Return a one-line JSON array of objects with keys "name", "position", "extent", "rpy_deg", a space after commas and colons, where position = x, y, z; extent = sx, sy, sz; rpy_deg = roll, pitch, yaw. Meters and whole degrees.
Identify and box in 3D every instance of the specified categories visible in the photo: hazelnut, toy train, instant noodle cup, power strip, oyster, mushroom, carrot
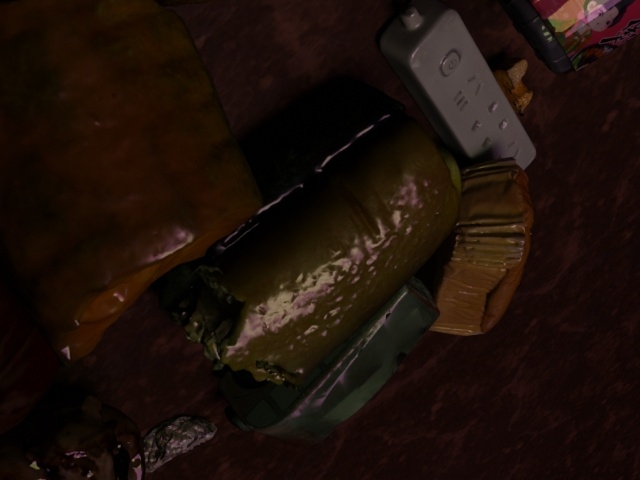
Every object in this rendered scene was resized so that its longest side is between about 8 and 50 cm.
[{"name": "hazelnut", "position": [-0.343, 0.091, 1.060], "extent": [0.229, 0.229, 0.229], "rpy_deg": [-26, 140, -24]}, {"name": "toy train", "position": [0.009, 0.142, 1.501], "extent": [0.326, 0.159, 0.129], "rpy_deg": [-47, 142, 5]}, {"name": "instant noodle cup", "position": [0.287, -0.304, 1.283], "extent": [0.181, 0.258, 0.302], "rpy_deg": [-36, 112, 12]}, {"name": "power strip", "position": [0.177, -0.178, 1.430], "extent": [0.091, 0.062, 0.385], "rpy_deg": [-48, 145, -1]}, {"name": "oyster", "position": [-0.197, 0.281, 1.535], "extent": [0.098, 0.037, 0.100], "rpy_deg": [19, 111, -51]}, {"name": "mushroom", "position": [-0.314, 0.287, 1.292], "extent": [0.263, 0.195, 0.283], "rpy_deg": [-4, 145, -52]}, {"name": "carrot", "position": [-0.202, -0.088, 0.979], "extent": [0.241, 0.341, 0.241], "rpy_deg": [-26, -175, 2]}]

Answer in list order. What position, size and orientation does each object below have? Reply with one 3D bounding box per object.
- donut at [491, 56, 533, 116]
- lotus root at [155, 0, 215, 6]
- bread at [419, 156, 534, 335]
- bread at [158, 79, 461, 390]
[{"name": "donut", "position": [0.253, -0.202, 1.482], "extent": [0.083, 0.067, 0.038], "rpy_deg": [43, 72, -20]}, {"name": "lotus root", "position": [-0.104, -0.343, 0.925], "extent": [0.210, 0.142, 0.314], "rpy_deg": [-10, 130, -37]}, {"name": "bread", "position": [0.206, 0.016, 1.538], "extent": [0.119, 0.152, 0.288], "rpy_deg": [2, 149, -4]}, {"name": "bread", "position": [0.000, 0.000, 1.325], "extent": [0.376, 0.208, 0.251], "rpy_deg": [-42, 149, -10]}]
